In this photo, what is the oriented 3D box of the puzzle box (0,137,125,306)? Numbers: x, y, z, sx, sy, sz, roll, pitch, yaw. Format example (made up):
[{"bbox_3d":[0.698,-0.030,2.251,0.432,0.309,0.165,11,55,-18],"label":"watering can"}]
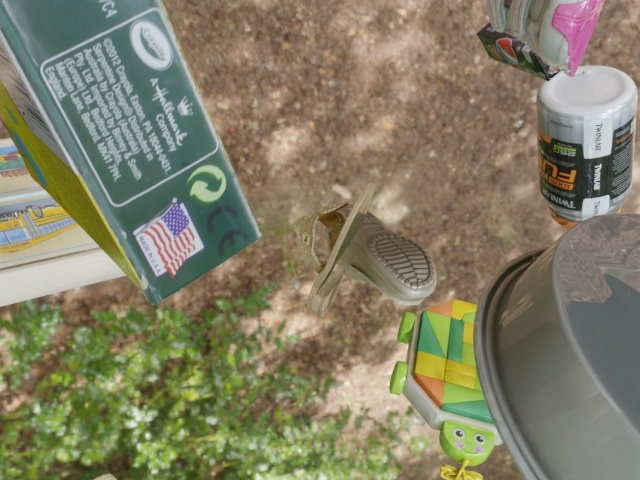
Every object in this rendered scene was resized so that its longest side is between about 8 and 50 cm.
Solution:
[{"bbox_3d":[-0.399,-0.031,0.988,0.408,0.272,0.052,-15,137,-34],"label":"puzzle box"}]

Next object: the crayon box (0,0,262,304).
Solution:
[{"bbox_3d":[-0.173,-0.111,0.515,0.081,0.318,0.202,-33,125,-19],"label":"crayon box"}]

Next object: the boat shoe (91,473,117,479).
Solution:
[{"bbox_3d":[-0.380,0.534,1.364,0.104,0.089,0.285,-13,122,-50],"label":"boat shoe"}]

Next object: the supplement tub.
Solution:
[{"bbox_3d":[0.552,-0.186,1.656,0.193,0.194,0.316,-17,129,-1],"label":"supplement tub"}]

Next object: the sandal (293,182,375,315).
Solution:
[{"bbox_3d":[-0.003,0.004,1.014,0.088,0.079,0.240,-52,167,-39],"label":"sandal"}]

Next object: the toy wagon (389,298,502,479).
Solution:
[{"bbox_3d":[0.250,0.238,1.297,0.267,0.344,0.068,14,129,3],"label":"toy wagon"}]

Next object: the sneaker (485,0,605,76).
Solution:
[{"bbox_3d":[0.218,-0.238,0.800,0.111,0.252,0.103,19,112,3],"label":"sneaker"}]

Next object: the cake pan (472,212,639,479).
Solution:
[{"bbox_3d":[0.224,0.087,0.417,0.293,0.293,0.054,1,132,-30],"label":"cake pan"}]

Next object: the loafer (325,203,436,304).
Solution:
[{"bbox_3d":[0.090,0.032,1.259,0.101,0.268,0.092,-4,120,-26],"label":"loafer"}]

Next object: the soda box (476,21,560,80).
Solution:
[{"bbox_3d":[0.317,-0.304,1.237,0.060,0.169,0.053,-40,122,-1],"label":"soda box"}]
